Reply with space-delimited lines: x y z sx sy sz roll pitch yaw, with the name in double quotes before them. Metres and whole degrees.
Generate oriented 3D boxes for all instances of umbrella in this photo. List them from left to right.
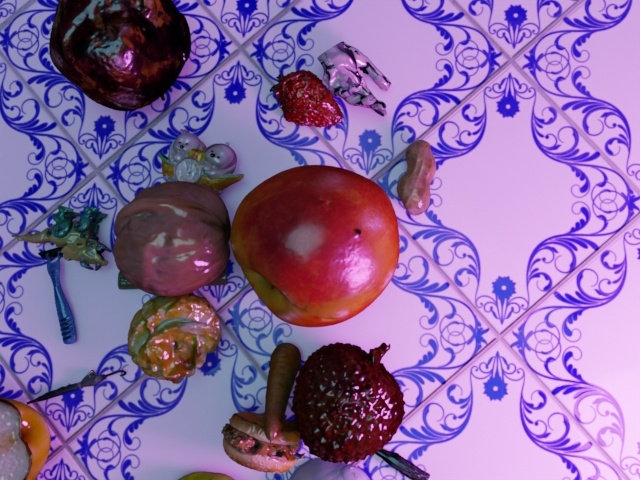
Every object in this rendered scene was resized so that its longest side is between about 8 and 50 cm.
"umbrella" -0.620 0.363 1.530 0.269 0.044 0.044 -17 52 1

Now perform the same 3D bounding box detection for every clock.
"clock" -0.303 -0.194 1.539 0.231 0.103 0.144 18 93 7

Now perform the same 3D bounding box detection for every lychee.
"lychee" 0.064 0.350 1.369 0.264 0.264 0.300 33 81 7

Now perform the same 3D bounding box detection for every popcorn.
"popcorn" -0.350 0.224 1.453 0.221 0.184 0.204 -41 110 -3

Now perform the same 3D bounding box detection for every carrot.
"carrot" -0.097 0.353 1.387 0.078 0.298 0.078 3 125 5

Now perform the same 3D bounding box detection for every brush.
"brush" -0.377 0.092 1.542 0.282 0.048 0.054 -3 82 2

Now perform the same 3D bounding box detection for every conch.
"conch" 0.016 0.603 1.429 0.221 0.121 0.185 -15 53 7

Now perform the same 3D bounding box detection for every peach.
"peach" 0.000 0.000 1.378 0.388 0.388 0.388 0 83 4

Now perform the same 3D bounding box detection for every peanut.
"peanut" 0.238 -0.157 1.508 0.089 0.089 0.192 12 80 5

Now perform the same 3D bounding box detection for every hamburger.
"hamburger" -0.140 0.466 1.407 0.182 0.191 0.118 4 74 34

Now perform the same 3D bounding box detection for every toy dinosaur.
"toy dinosaur" -0.650 -0.019 1.546 0.259 0.094 0.153 13 76 2

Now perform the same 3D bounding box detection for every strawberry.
"strawberry" -0.039 -0.363 1.549 0.140 0.085 0.192 -29 84 -2

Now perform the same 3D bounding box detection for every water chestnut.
"water chestnut" -0.518 -0.483 1.508 0.347 0.335 0.335 -3 82 34

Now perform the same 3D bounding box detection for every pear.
"pear" -0.817 0.522 1.449 0.387 0.191 0.340 -21 79 2

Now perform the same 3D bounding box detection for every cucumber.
"cucumber" 0.185 0.530 1.455 0.163 0.043 0.039 33 49 5

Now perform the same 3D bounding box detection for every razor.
"razor" -0.666 0.141 1.558 0.082 0.042 0.253 -14 84 1

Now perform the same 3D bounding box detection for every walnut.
"walnut" -0.341 -0.005 1.419 0.285 0.285 0.296 -1 47 4

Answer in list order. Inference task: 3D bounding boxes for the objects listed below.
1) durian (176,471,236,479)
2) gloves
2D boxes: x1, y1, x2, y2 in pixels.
"durian" -0.260 0.620 1.448 0.250 0.101 0.139 1 119 4
"gloves" 0.089 -0.395 1.533 0.111 0.127 0.212 -25 102 44
